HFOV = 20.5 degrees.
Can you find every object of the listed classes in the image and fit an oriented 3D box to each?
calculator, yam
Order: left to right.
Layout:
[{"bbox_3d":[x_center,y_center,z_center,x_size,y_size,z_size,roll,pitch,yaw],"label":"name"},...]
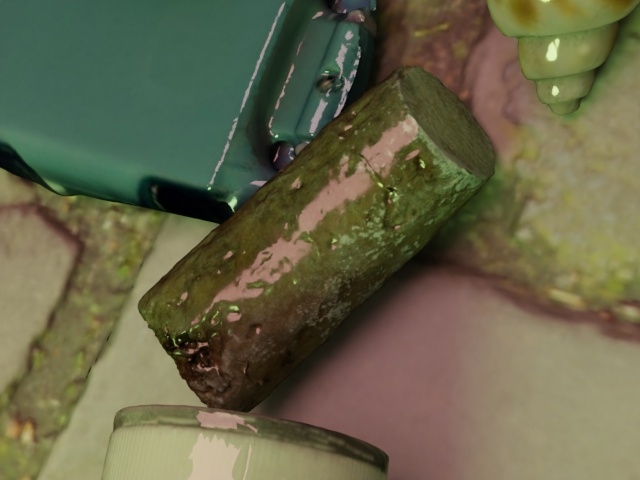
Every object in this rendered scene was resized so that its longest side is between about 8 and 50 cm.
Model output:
[{"bbox_3d":[-0.103,-0.104,0.918,0.293,0.051,0.173,16,81,31],"label":"calculator"},{"bbox_3d":[0.000,0.000,0.814,0.179,0.078,0.078,-42,59,8],"label":"yam"}]

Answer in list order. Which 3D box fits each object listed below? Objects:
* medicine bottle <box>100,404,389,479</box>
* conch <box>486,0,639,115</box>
[{"bbox_3d":[-0.049,0.205,0.726,0.143,0.143,0.258,1,74,28],"label":"medicine bottle"},{"bbox_3d":[0.100,-0.201,0.786,0.182,0.149,0.275,-4,79,9],"label":"conch"}]
